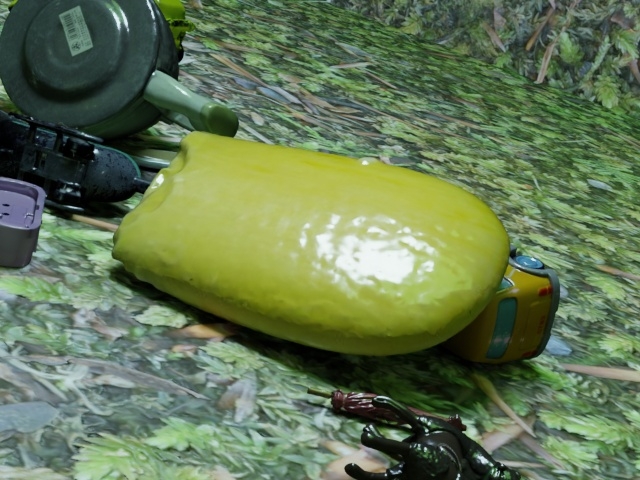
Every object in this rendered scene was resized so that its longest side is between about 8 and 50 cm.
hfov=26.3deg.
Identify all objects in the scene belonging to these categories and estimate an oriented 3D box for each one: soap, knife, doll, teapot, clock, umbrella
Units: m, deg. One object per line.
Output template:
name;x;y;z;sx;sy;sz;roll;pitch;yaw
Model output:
soap;-0.001;0.002;1.555;0.427;0.115;0.306;15;38;21
knife;-0.144;-0.098;1.967;0.343;0.027;0.061;9;22;-14
doll;0.110;0.206;1.277;0.165;0.057;0.139;22;16;1
teapot;-0.266;-0.249;1.953;0.322;0.239;0.239;-1;-10;16
clock;-0.365;-0.025;1.520;0.110;0.050;0.152;13;18;-13
umbrella;0.067;0.171;1.374;0.165;0.027;0.025;13;-7;-4

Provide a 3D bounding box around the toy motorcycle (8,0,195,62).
toy motorcycle;-0.404;-0.403;2.448;0.342;0.142;0.206;5;60;-33

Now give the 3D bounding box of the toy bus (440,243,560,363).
toy bus;0.168;0.062;1.638;0.136;0.126;0.209;-12;33;-40

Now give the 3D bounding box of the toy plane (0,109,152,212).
toy plane;-0.272;-0.085;1.715;0.382;0.106;0.155;15;6;10
